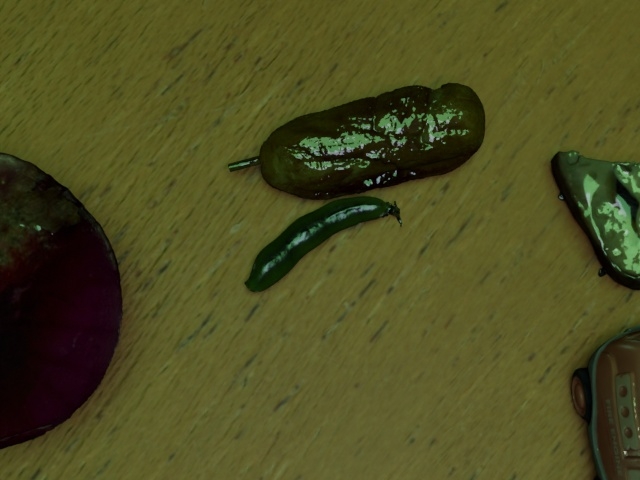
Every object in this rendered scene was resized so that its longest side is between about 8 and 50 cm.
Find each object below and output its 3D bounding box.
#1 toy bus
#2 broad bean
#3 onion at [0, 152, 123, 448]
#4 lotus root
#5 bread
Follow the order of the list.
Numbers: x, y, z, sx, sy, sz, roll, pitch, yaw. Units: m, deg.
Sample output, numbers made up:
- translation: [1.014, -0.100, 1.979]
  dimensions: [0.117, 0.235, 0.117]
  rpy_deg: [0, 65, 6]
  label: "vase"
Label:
- translation: [0.431, 0.233, 1.166]
  dimensions: [0.194, 0.232, 0.287]
  rpy_deg: [-6, 77, -6]
  label: "toy bus"
- translation: [-0.002, -0.005, 1.291]
  dimensions: [0.227, 0.039, 0.069]
  rpy_deg: [-25, 86, -8]
  label: "broad bean"
- translation: [-0.389, 0.073, 1.088]
  dimensions: [0.348, 0.385, 0.347]
  rpy_deg: [0, 95, -6]
  label: "onion"
- translation: [0.428, -0.021, 1.296]
  dimensions: [0.261, 0.074, 0.170]
  rpy_deg: [6, 81, -1]
  label: "lotus root"
- translation: [0.050, -0.127, 1.294]
  dimensions: [0.344, 0.084, 0.124]
  rpy_deg: [-12, 79, -4]
  label: "bread"
